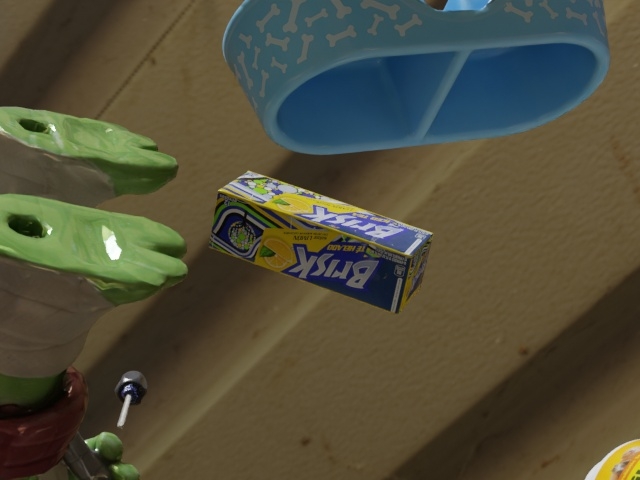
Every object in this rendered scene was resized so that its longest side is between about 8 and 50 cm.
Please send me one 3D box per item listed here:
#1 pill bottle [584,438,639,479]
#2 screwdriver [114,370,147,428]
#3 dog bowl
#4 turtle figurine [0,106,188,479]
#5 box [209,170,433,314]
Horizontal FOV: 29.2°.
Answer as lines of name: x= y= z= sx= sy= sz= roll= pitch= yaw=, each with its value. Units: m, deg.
pill bottle: x=0.293 y=0.221 z=0.997 sx=0.117 sy=0.117 sz=0.215 roll=61 pitch=-14 yaw=0
screwdriver: x=-0.133 y=0.112 z=0.868 sx=0.025 sy=0.170 sz=0.024 roll=-31 pitch=-84 yaw=-8
dog bowl: x=0.080 y=-0.134 z=0.909 sx=0.166 sy=0.297 sz=0.074 roll=115 pitch=-37 yaw=-60
turtle figurine: x=-0.087 y=0.105 z=0.465 sx=0.274 sy=0.198 sz=0.266 roll=25 pitch=-68 yaw=14
box: x=0.000 y=0.000 z=0.984 sx=0.169 sy=0.059 sz=0.054 roll=19 pitch=-64 yaw=17
